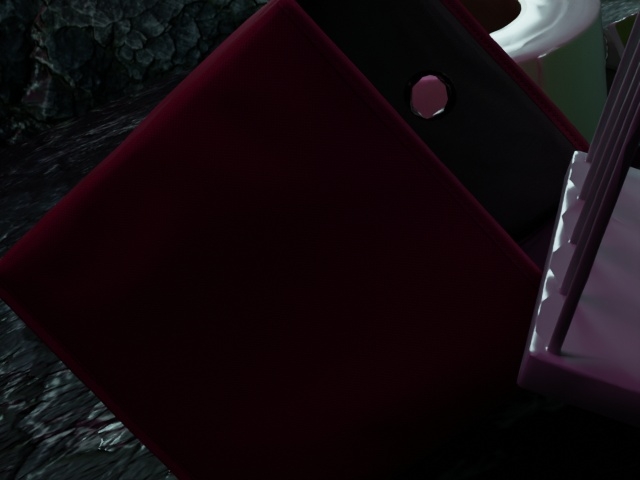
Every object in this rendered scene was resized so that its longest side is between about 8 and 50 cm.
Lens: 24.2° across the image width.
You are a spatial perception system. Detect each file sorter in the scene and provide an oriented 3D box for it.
[{"bbox_3d":[0.230,-0.029,0.742,0.192,0.173,0.278,19,25,6],"label":"file sorter"}]

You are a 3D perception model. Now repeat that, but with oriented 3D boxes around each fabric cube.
[{"bbox_3d":[0.003,-0.010,0.936,0.258,0.254,0.259,-41,9,24],"label":"fabric cube"}]

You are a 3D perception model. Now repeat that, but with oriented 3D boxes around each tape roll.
[{"bbox_3d":[0.112,-0.105,1.217,0.246,0.169,0.246,-8,28,4],"label":"tape roll"}]

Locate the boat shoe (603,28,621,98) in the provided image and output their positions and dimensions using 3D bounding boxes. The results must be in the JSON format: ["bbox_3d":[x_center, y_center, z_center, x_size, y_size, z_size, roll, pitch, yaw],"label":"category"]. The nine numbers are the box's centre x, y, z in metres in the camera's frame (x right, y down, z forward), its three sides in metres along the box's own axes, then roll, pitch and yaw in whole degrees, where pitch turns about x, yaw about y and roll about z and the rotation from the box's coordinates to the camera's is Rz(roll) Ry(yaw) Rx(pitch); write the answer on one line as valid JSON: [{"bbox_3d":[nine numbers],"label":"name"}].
[{"bbox_3d":[0.189,-0.133,1.451,0.096,0.117,0.324,14,-18,-22],"label":"boat shoe"}]

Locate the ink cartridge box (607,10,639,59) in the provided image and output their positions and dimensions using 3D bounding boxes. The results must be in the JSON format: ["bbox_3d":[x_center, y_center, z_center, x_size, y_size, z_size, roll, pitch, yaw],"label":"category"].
[{"bbox_3d":[0.341,-0.128,1.006,0.255,0.189,0.097,-23,16,12],"label":"ink cartridge box"}]
